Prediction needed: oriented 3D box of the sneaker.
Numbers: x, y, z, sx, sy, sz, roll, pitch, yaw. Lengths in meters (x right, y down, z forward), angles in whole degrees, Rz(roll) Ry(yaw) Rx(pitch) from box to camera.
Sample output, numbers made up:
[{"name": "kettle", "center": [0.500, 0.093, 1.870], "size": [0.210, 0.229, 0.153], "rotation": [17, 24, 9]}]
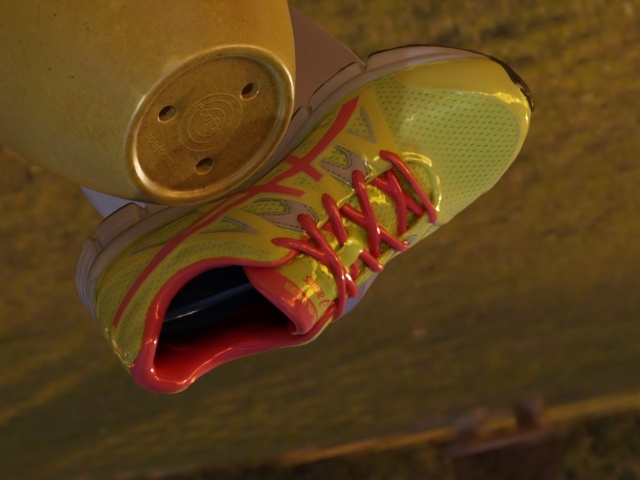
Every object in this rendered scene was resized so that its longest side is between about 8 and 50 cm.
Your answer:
[{"name": "sneaker", "center": [0.000, 0.000, 0.793], "size": [0.208, 0.081, 0.094], "rotation": [-32, -148, 8]}]

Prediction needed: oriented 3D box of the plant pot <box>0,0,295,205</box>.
[{"name": "plant pot", "center": [-0.062, -0.067, 0.704], "size": [0.134, 0.095, 0.134], "rotation": [-23, 139, -21]}]

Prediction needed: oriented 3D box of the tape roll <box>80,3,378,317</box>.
[{"name": "tape roll", "center": [-0.050, -0.050, 1.135], "size": [0.072, 0.219, 0.219], "rotation": [-53, -168, -29]}]
